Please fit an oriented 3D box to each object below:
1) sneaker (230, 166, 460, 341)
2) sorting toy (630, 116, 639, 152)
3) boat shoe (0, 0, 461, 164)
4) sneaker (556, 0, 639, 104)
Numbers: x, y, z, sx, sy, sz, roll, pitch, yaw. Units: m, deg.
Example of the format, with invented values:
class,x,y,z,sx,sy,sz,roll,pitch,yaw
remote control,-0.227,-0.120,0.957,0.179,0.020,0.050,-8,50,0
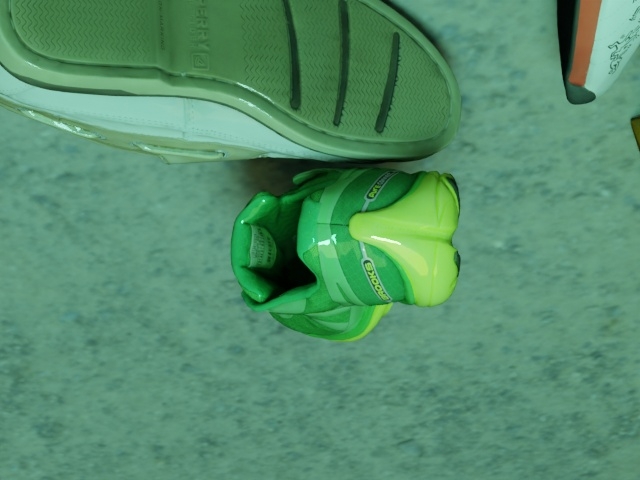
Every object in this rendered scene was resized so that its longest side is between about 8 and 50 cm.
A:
class,x,y,z,sx,sy,sz,roll,pitch,yaw
sneaker,0.000,0.000,1.213,0.123,0.109,0.295,7,169,-12
sorting toy,0.258,-0.008,1.121,0.047,0.348,0.196,-21,119,0
boat shoe,-0.064,-0.103,1.147,0.302,0.113,0.103,12,160,-23
sneaker,0.213,-0.178,1.077,0.145,0.090,0.270,-1,140,0
